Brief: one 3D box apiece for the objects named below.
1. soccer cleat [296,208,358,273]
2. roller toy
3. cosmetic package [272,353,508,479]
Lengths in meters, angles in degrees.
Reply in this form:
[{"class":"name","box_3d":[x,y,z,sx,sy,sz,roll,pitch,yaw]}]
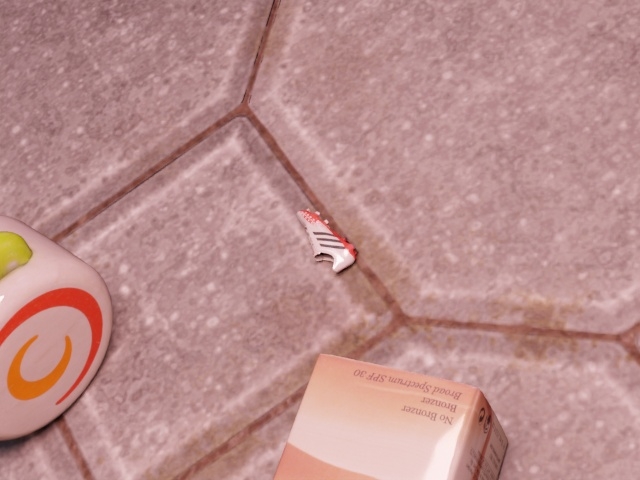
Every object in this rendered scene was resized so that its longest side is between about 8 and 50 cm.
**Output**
[{"class":"soccer cleat","box_3d":[0.000,0.000,1.234,0.035,0.029,0.083,-43,60,-11]},{"class":"roller toy","box_3d":[-0.311,0.081,1.210,0.146,0.191,0.209,29,99,31]},{"class":"cosmetic package","box_3d":[0.031,0.257,1.011,0.153,0.129,0.296,9,66,24]}]
